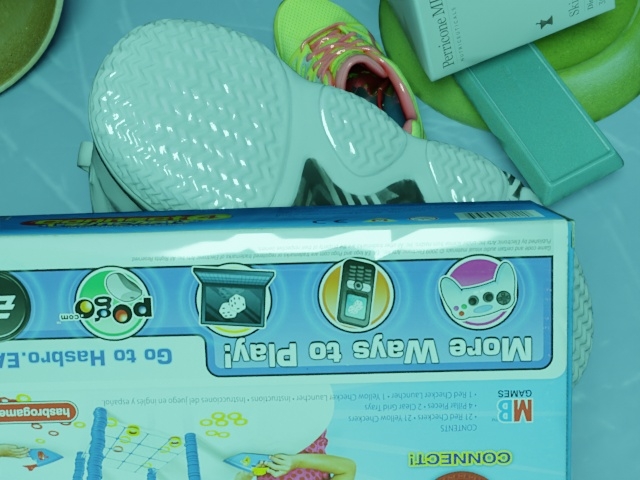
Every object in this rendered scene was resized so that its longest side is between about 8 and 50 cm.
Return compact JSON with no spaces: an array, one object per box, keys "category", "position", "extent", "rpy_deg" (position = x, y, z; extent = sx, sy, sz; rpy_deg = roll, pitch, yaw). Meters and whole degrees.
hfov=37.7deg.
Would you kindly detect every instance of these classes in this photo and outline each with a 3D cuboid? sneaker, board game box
[{"category":"sneaker","position":[0.025,-0.124,0.708],"extent":[0.081,0.094,0.209],"rpy_deg":[-31,64,-5]},{"category":"board game box","position":[-0.033,0.137,0.481],"extent":[0.308,0.086,0.302],"rpy_deg":[-1,99,1]},{"category":"sneaker","position":[0.000,0.000,0.639],"extent":[0.365,0.210,0.137],"rpy_deg":[29,70,-17]}]

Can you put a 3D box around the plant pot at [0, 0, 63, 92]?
[{"category":"plant pot","position":[-0.358,-0.270,0.774],"extent":[0.237,0.237,0.254],"rpy_deg":[-26,50,-4]}]

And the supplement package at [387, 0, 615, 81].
[{"category":"supplement package","position":[0.085,-0.283,0.625],"extent":[0.145,0.262,0.204],"rpy_deg":[-22,51,3]}]

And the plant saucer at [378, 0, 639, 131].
[{"category":"plant saucer","position":[0.166,-0.198,0.754],"extent":[0.240,0.037,0.241],"rpy_deg":[-3,65,6]}]

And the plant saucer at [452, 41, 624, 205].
[{"category":"plant saucer","position":[0.143,-0.117,0.691],"extent":[0.067,0.018,0.192],"rpy_deg":[-27,65,-5]}]
